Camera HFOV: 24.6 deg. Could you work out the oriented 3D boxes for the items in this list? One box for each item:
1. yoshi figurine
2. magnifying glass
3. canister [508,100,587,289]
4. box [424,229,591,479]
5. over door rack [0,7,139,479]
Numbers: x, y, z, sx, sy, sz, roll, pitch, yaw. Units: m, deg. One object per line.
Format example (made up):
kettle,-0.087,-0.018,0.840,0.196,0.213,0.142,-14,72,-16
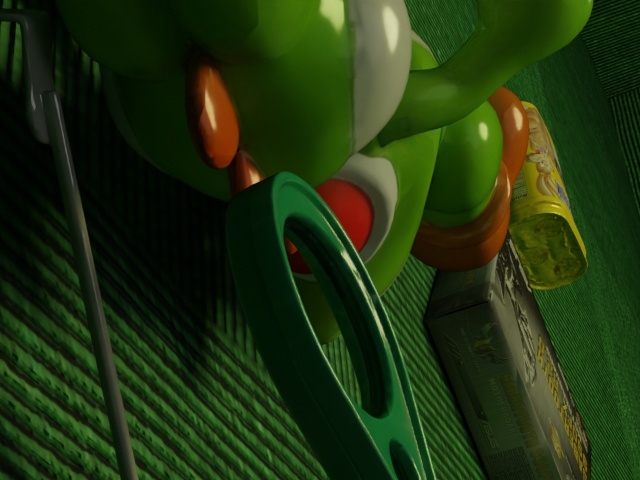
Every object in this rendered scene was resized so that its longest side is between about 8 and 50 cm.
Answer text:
yoshi figurine,-0.006,-0.101,0.632,0.203,0.203,0.362,48,3,18
magnifying glass,0.025,0.086,0.472,0.231,0.026,0.092,66,16,10
canister,0.226,-0.051,1.570,0.126,0.073,0.170,55,21,-45
box,0.158,0.121,1.188,0.183,0.056,0.231,-63,132,-69
over door rack,-0.068,0.087,0.394,0.239,0.108,0.324,-47,117,-73
